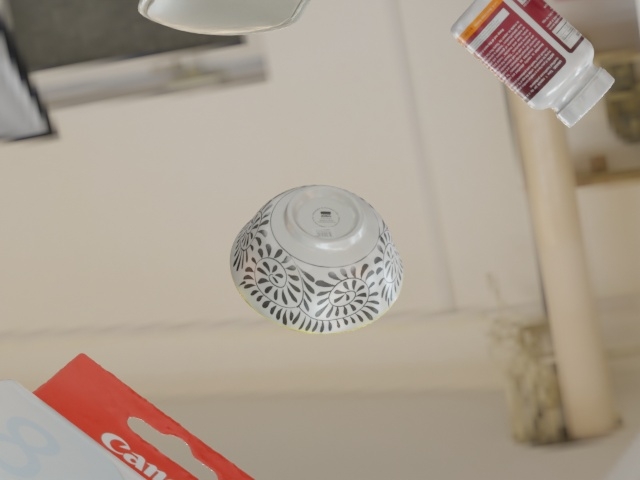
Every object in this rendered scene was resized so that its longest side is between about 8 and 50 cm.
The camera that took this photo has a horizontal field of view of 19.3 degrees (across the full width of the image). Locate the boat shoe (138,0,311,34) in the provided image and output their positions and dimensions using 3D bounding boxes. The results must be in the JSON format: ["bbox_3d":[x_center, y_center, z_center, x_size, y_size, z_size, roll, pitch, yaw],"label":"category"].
[{"bbox_3d":[-0.039,-0.236,1.444,0.112,0.095,0.335,18,164,-25],"label":"boat shoe"}]

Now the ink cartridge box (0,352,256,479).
[{"bbox_3d":[-0.187,0.237,1.850,0.308,0.091,0.385,35,-154,7],"label":"ink cartridge box"}]

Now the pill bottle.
[{"bbox_3d":[0.206,-0.182,1.816,0.086,0.152,0.086,-47,-179,1],"label":"pill bottle"}]

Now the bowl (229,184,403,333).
[{"bbox_3d":[0.000,0.000,1.799,0.170,0.080,0.170,4,-132,-4],"label":"bowl"}]
